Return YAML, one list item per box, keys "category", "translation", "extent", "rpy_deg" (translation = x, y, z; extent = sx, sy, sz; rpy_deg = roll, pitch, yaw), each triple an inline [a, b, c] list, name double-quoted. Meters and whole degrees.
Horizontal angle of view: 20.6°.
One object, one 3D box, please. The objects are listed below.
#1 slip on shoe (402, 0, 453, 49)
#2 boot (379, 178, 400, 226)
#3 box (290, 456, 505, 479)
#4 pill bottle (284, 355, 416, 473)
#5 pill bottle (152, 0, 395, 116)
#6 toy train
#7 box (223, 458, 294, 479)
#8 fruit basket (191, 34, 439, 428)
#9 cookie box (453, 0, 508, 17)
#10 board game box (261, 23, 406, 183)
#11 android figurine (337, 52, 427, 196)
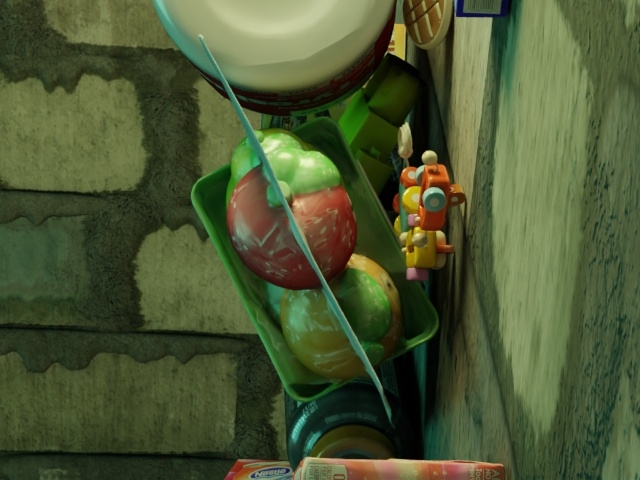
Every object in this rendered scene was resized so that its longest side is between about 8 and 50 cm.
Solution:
- category: "slip on shoe"
  translation: [0.102, -0.235, 1.622]
  extent: [0.041, 0.051, 0.135]
  rpy_deg: [26, -131, -50]
- category: "boot"
  translation: [0.056, 0.032, 1.952]
  extent: [0.190, 0.076, 0.209]
  rpy_deg: [-103, 14, -72]
- category: "box"
  translation: [0.046, 0.304, 1.200]
  extent: [0.154, 0.142, 0.300]
  rpy_deg: [104, 167, -76]
- category: "pill bottle"
  translation: [0.028, 0.180, 1.784]
  extent: [0.246, 0.130, 0.130]
  rpy_deg: [-94, 7, -67]
- category: "pill bottle"
  translation: [-0.037, -0.243, 1.752]
  extent: [0.407, 0.229, 0.229]
  rpy_deg: [32, -120, -88]
- category: "toy train"
  translation: [0.096, -0.035, 1.515]
  extent: [0.166, 0.046, 0.125]
  rpy_deg: [-103, 16, -67]
- category: "box"
  translation: [-0.027, 0.369, 1.863]
  extent: [0.122, 0.128, 0.257]
  rpy_deg: [-52, -46, -55]
- category: "fruit basket"
  translation: [0.000, 0.000, 1.546]
  extent: [0.327, 0.165, 0.353]
  rpy_deg: [63, 174, 12]
- category: "cookie box"
  translation: [0.116, -0.224, 1.287]
  extent: [0.107, 0.040, 0.092]
  rpy_deg: [-91, 4, -61]
- category: "board game box"
  translation: [0.013, -0.131, 2.025]
  extent: [0.042, 0.165, 0.243]
  rpy_deg: [118, 155, -84]
- category: "android figurine"
  translation: [0.023, -0.065, 1.840]
  extent: [0.273, 0.056, 0.248]
  rpy_deg: [-60, 9, 9]
